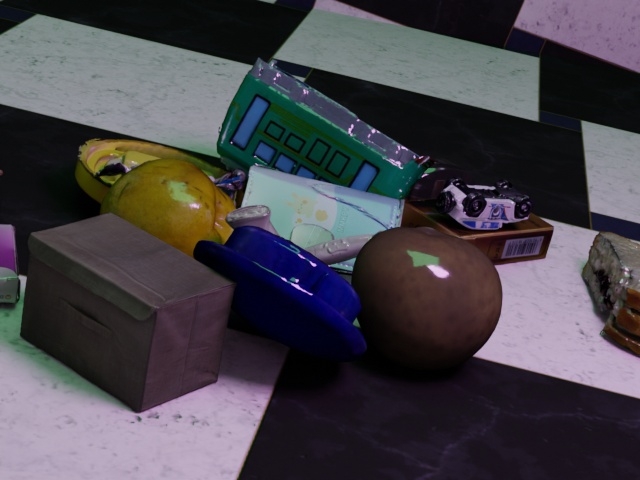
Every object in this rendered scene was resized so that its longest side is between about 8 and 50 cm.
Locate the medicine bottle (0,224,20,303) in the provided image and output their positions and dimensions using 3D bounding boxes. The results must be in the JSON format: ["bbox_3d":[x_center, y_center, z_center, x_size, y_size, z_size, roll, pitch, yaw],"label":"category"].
[{"bbox_3d":[-0.514,0.030,1.782,0.201,0.052,0.171,3,25,-16],"label":"medicine bottle"}]

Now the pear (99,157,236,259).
[{"bbox_3d":[-0.224,-0.025,1.894,0.200,0.200,0.200,10,23,-4],"label":"pear"}]

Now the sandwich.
[{"bbox_3d":[0.512,0.081,2.119,0.254,0.099,0.288,-10,32,-44],"label":"sandwich"}]

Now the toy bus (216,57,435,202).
[{"bbox_3d":[-0.003,-0.141,2.178,0.343,0.199,0.183,31,2,6],"label":"toy bus"}]

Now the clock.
[{"bbox_3d":[-0.262,-0.081,2.140,0.293,0.071,0.277,19,21,-4],"label":"clock"}]

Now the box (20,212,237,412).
[{"bbox_3d":[-0.249,0.087,1.655,0.231,0.149,0.155,26,27,30],"label":"box"}]

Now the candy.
[{"bbox_3d":[-0.229,-0.098,1.999,0.226,0.094,0.051,5,64,-12],"label":"candy"}]

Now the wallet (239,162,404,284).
[{"bbox_3d":[-0.005,-0.017,2.023,0.250,0.075,0.176,14,60,-1],"label":"wallet"}]

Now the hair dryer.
[{"bbox_3d":[0.000,0.000,1.856,0.237,0.206,0.075,-9,59,4],"label":"hair dryer"}]

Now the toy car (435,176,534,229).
[{"bbox_3d":[0.269,-0.059,2.184,0.170,0.070,0.080,1,26,-30],"label":"toy car"}]

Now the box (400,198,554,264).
[{"bbox_3d":[0.268,-0.019,2.272,0.240,0.071,0.159,-5,31,-37],"label":"box"}]

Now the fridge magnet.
[{"bbox_3d":[-0.050,0.071,1.726,0.265,0.113,0.265,30,-13,7],"label":"fridge magnet"}]

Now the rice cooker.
[{"bbox_3d":[0.196,-0.095,2.355,0.165,0.112,0.106,6,18,-22],"label":"rice cooker"}]

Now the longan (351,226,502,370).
[{"bbox_3d":[0.143,0.081,1.811,0.220,0.196,0.196,23,20,-16],"label":"longan"}]

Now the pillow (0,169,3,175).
[{"bbox_3d":[-0.627,-0.094,1.968,0.236,0.084,0.223,15,21,1],"label":"pillow"}]
